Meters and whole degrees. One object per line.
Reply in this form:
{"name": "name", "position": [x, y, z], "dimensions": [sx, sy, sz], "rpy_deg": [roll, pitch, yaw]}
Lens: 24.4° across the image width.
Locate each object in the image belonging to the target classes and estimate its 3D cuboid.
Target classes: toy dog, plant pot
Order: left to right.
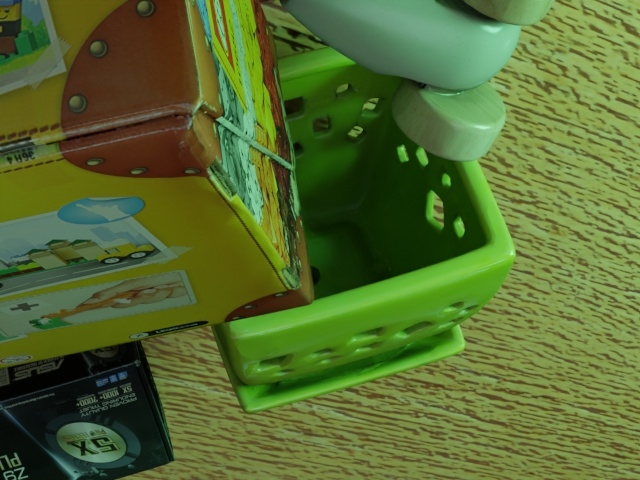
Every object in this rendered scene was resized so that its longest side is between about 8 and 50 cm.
{"name": "plant pot", "position": [0.000, 0.000, 1.177], "dimensions": [0.227, 0.228, 0.207], "rpy_deg": [-16, 152, -11]}
{"name": "toy dog", "position": [0.017, -0.201, 1.059], "dimensions": [0.333, 0.161, 0.220], "rpy_deg": [38, 118, -21]}

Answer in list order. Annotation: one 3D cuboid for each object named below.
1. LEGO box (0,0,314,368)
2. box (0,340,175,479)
{"name": "LEGO box", "position": [-0.280, -0.043, 0.823], "dimensions": [0.500, 0.193, 0.372], "rpy_deg": [-12, 164, 4]}
{"name": "box", "position": [-0.239, 0.155, 1.347], "dimensions": [0.180, 0.078, 0.147], "rpy_deg": [-15, 134, -5]}
